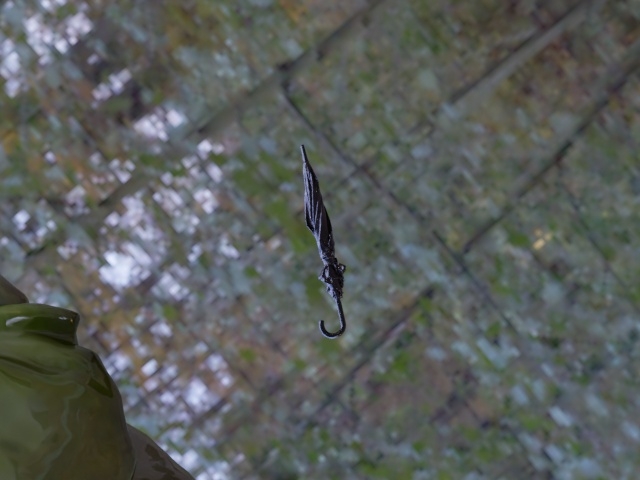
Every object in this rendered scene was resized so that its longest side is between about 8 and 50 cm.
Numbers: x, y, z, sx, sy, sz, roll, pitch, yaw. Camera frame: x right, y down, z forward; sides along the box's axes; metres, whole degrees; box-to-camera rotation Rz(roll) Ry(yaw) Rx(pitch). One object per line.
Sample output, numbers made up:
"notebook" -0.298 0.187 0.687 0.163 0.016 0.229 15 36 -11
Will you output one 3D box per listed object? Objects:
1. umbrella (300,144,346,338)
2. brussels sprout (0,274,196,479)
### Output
"umbrella" 0.003 0.000 0.885 0.013 0.022 0.122 41 -138 -83
"brussels sprout" -0.218 0.258 0.713 0.342 0.361 0.425 -25 96 56
